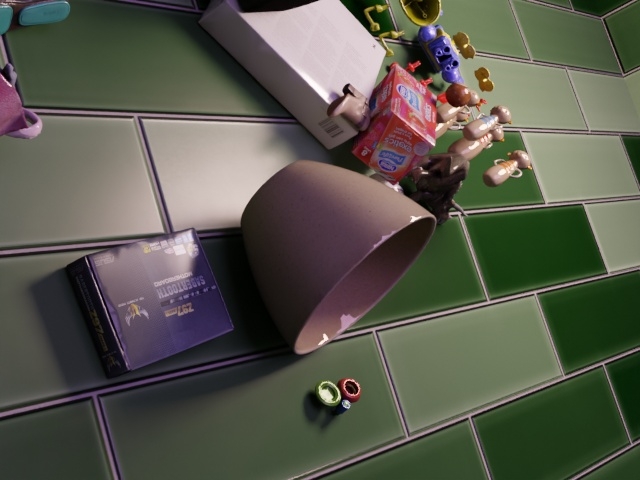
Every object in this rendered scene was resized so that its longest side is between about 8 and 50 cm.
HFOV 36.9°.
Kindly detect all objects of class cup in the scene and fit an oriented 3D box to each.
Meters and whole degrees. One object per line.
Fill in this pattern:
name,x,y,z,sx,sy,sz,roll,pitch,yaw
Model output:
cup,0.000,0.000,1.658,0.237,0.331,0.331,45,36,17

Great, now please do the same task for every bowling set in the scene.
bowling set,0.347,-0.268,2.106,0.154,0.199,0.287,-31,52,-27

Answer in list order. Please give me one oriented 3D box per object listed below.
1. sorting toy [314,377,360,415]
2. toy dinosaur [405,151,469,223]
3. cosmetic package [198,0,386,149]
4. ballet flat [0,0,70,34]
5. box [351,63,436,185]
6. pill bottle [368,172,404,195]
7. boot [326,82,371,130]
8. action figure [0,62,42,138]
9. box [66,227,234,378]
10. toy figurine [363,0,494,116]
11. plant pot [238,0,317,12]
sorting toy,0.027,0.283,1.722,0.102,0.042,0.061,-3,57,-37
toy dinosaur,0.253,-0.143,2.062,0.160,0.313,0.121,-15,67,-13
cosmetic package,-0.044,-0.412,1.955,0.377,0.097,0.284,43,46,-25
ballet flat,-0.481,-0.354,1.466,0.203,0.074,0.074,-27,91,-45
box,0.157,-0.245,2.004,0.123,0.128,0.257,37,29,-14
pill bottle,0.140,-0.070,1.995,0.078,0.078,0.137,9,64,-46
boot,0.062,-0.251,1.888,0.087,0.042,0.118,53,47,-26
action figure,-0.540,-0.085,1.213,0.275,0.248,0.370,81,18,-68
box,-0.257,0.091,1.481,0.233,0.059,0.183,-17,85,-50
toy figurine,0.255,-0.466,2.328,0.362,0.191,0.217,55,12,-15
plant pot,-0.072,-0.517,1.776,0.187,0.167,0.188,-20,85,-50
